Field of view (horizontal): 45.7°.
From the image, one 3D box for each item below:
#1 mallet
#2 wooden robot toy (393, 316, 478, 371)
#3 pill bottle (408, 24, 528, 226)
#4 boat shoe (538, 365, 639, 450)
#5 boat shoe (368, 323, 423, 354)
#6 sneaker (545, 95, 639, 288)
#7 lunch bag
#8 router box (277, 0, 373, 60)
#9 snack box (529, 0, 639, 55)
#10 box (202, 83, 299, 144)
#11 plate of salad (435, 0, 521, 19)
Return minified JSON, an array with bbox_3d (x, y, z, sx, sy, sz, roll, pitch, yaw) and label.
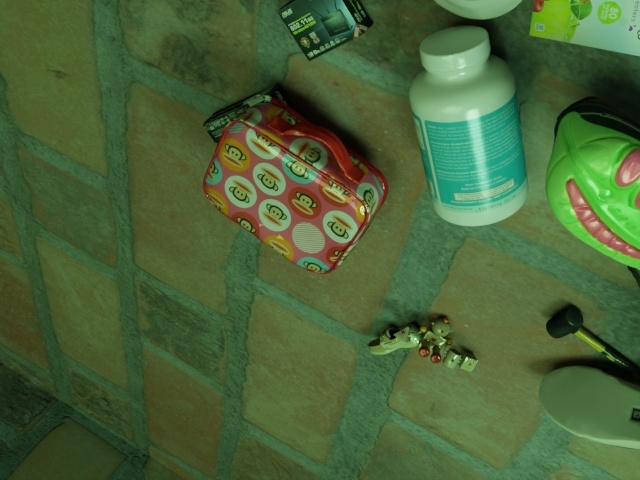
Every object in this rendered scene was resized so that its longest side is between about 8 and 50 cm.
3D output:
[{"bbox_3d":[0.479,0.178,1.292,0.189,0.039,0.062,30,144,3],"label":"mallet"},{"bbox_3d":[0.233,0.189,1.464,0.173,0.076,0.079,27,107,-3],"label":"wooden robot toy"},{"bbox_3d":[0.208,-0.161,1.073,0.146,0.146,0.264,8,133,32],"label":"pill bottle"},{"bbox_3d":[0.552,0.313,1.298,0.158,0.127,0.340,33,166,-39],"label":"boat shoe"},{"bbox_3d":[0.149,0.198,1.558,0.135,0.050,0.045,-21,111,36],"label":"boat shoe"},{"bbox_3d":[0.467,-0.017,1.007,0.185,0.202,0.483,-27,126,31],"label":"sneaker"},{"bbox_3d":[-0.042,-0.100,1.284,0.293,0.120,0.258,35,138,2],"label":"lunch bag"},{"bbox_3d":[0.006,-0.335,1.143,0.122,0.038,0.092,-15,118,45],"label":"router box"},{"bbox_3d":[0.359,-0.308,0.871,0.207,0.070,0.175,17,136,22],"label":"snack box"},{"bbox_3d":[-0.097,-0.172,1.382,0.190,0.045,0.184,-14,121,44],"label":"box"},{"bbox_3d":[0.187,-0.374,0.948,0.199,0.048,0.200,31,145,25],"label":"plate of salad"}]
